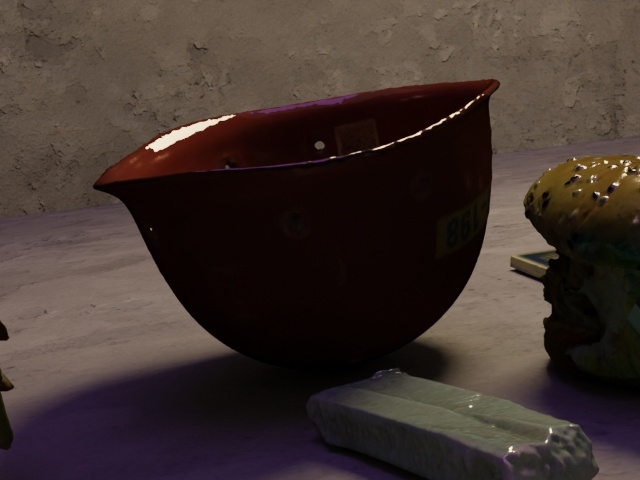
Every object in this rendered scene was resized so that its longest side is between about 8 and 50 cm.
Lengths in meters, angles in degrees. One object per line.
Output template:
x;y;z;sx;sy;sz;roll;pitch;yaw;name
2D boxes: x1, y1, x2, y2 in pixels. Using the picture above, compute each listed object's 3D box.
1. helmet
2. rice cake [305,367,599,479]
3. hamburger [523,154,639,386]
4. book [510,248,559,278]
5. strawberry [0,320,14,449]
0.000;0.000;0.984;0.337;0.230;0.385;-4;17;26;helmet
0.078;0.123;0.718;0.085;0.040;0.226;-11;8;-29;rice cake
0.252;0.019;0.843;0.192;0.168;0.288;-9;8;-32;hamburger
0.369;0.029;1.218;0.228;0.018;0.322;-8;8;-10;book
-0.377;0.096;0.694;0.343;0.292;0.292;-30;4;12;strawberry
